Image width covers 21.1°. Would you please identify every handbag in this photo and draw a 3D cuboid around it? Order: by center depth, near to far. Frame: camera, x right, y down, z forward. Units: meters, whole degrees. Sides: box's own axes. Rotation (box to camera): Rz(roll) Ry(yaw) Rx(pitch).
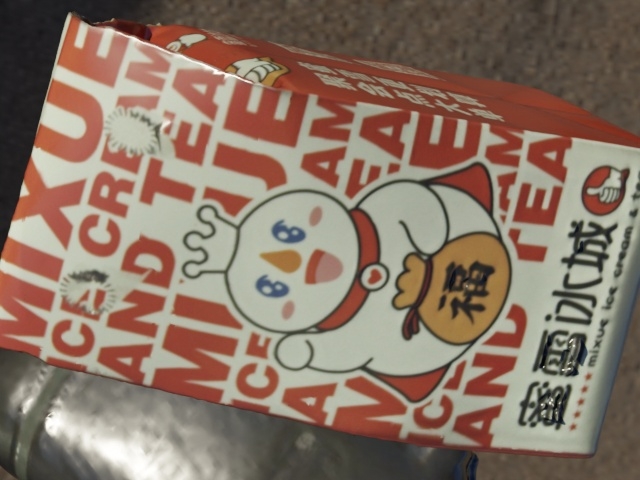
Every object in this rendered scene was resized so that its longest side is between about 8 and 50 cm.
[{"bbox_3d":[0.000,0.000,0.802,0.298,0.151,0.171,6,106,-27],"label":"handbag"}]

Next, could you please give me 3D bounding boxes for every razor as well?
[{"bbox_3d":[-0.070,0.145,1.216,0.204,0.349,0.113,-57,164,-11],"label":"razor"}]
